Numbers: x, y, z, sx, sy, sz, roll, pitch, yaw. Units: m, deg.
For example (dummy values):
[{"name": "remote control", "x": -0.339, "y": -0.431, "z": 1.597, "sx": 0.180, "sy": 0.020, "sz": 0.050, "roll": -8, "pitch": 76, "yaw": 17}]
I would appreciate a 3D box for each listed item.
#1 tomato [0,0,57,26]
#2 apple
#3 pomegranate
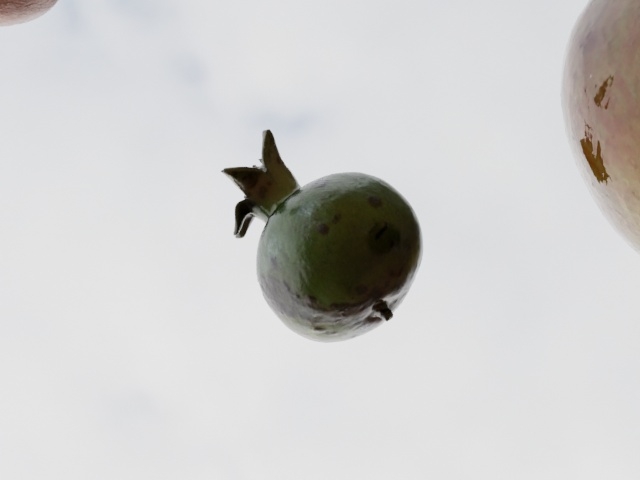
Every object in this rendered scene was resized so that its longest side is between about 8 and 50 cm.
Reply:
[{"name": "tomato", "x": -0.271, "y": -0.245, "z": 1.345, "sx": 0.069, "sy": 0.155, "sz": 0.156, "roll": -37, "pitch": -69, "yaw": -54}, {"name": "apple", "x": 0.296, "y": -0.088, "z": 1.172, "sx": 0.264, "sy": 0.264, "sz": 0.264, "roll": 3, "pitch": -94, "yaw": -38}, {"name": "pomegranate", "x": -0.003, "y": 0.006, "z": 1.363, "sx": 0.148, "sy": 0.169, "sz": 0.148, "roll": -48, "pitch": -29, "yaw": -39}]
